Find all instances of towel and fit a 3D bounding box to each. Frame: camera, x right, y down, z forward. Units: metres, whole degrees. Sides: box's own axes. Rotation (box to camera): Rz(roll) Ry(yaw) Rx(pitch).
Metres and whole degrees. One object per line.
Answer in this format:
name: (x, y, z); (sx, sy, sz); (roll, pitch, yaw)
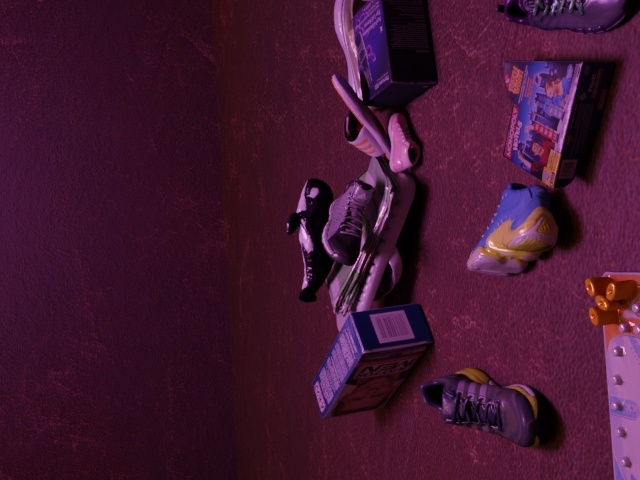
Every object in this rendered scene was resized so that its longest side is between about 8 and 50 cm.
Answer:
towel: (0.085, -0.019, 1.763); (0.248, 0.038, 0.325); (-106, 35, -65)

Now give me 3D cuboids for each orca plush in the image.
orca plush: (0.000, 0.000, 1.767); (0.102, 0.151, 0.287); (-1, 70, 52)

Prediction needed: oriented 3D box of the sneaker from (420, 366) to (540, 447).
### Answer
sneaker: (0.287, 0.307, 1.395); (0.300, 0.121, 0.111); (-179, 85, -69)

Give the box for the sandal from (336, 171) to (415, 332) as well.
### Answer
sandal: (0.144, 0.050, 1.755); (0.169, 0.102, 0.416); (-104, 32, -63)

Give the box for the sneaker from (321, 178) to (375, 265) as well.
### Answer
sneaker: (0.066, -0.058, 1.646); (0.229, 0.086, 0.132); (-90, 25, -53)

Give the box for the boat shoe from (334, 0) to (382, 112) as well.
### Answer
boat shoe: (0.110, -0.445, 1.785); (0.094, 0.109, 0.302); (-2, 101, 54)

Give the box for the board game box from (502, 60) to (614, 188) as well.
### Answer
board game box: (0.352, -0.207, 1.211); (0.194, 0.060, 0.194); (-126, 37, -57)

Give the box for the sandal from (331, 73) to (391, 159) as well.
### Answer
sandal: (0.076, -0.264, 1.717); (0.265, 0.076, 0.102); (45, -158, -42)

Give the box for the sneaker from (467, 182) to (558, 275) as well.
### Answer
sneaker: (0.327, -0.020, 1.311); (0.240, 0.091, 0.126); (139, 142, -66)

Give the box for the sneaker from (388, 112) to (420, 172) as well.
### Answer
sneaker: (0.186, -0.217, 1.677); (0.070, 0.051, 0.134); (-12, 74, 53)

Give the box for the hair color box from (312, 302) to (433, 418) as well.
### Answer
hair color box: (0.111, 0.285, 1.789); (0.347, 0.173, 0.105); (113, 145, -51)

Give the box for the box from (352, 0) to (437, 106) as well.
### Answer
box: (0.154, -0.404, 1.635); (0.153, 0.108, 0.207); (154, 111, -68)

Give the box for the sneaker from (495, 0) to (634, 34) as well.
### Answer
sneaker: (0.351, -0.340, 1.129); (0.223, 0.098, 0.083); (-162, 70, -68)

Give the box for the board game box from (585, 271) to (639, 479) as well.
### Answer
board game box: (0.482, 0.236, 0.961); (0.390, 0.050, 0.390); (176, 91, -70)

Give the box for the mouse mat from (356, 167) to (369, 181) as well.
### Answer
mouse mat: (0.127, -0.102, 1.910); (0.189, 0.007, 0.153); (141, 122, -66)
